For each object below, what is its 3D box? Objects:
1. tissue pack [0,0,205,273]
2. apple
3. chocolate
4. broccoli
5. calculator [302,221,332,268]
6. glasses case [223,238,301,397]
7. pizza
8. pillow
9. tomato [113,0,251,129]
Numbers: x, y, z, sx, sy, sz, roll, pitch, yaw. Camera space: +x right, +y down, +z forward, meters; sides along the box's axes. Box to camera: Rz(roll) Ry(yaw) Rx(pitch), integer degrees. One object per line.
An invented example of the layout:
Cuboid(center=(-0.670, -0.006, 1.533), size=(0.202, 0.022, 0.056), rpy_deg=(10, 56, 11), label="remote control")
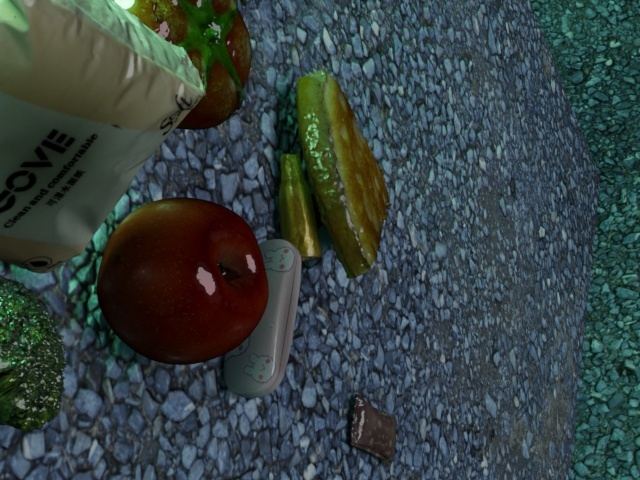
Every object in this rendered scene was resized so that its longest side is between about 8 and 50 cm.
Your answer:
Cuboid(center=(-0.362, -0.148, 1.136), size=(0.390, 0.375, 0.195), rpy_deg=(24, 22, -52), label="tissue pack")
Cuboid(center=(-0.206, 0.059, 1.419), size=(0.260, 0.216, 0.260), rpy_deg=(23, 61, -52), label="apple")
Cuboid(center=(-0.048, -0.065, 1.850), size=(0.086, 0.086, 0.219), rpy_deg=(3, 78, -59), label="chocolate")
Cuboid(center=(-0.410, 0.121, 1.111), size=(0.226, 0.198, 0.176), rpy_deg=(7, 112, -31), label="broccoli")
Cuboid(center=(0.000, 0.000, 1.967), size=(0.172, 0.018, 0.057), rpy_deg=(-49, 125, -52), label="calculator")
Cuboid(center=(-0.102, 0.135, 1.669), size=(0.075, 0.113, 0.296), rpy_deg=(41, 49, -46), label="glasses case")
Cuboid(center=(0.056, -0.113, 1.996), size=(0.406, 0.130, 0.439), rpy_deg=(23, 53, -69), label="pizza")
Cuboid(center=(0.120, 0.414, 2.039), size=(0.185, 0.043, 0.118), rpy_deg=(39, 53, -49), label="pillow")
Cuboid(center=(-0.253, -0.295, 1.397), size=(0.303, 0.239, 0.303), rpy_deg=(8, 81, -59), label="tomato")
